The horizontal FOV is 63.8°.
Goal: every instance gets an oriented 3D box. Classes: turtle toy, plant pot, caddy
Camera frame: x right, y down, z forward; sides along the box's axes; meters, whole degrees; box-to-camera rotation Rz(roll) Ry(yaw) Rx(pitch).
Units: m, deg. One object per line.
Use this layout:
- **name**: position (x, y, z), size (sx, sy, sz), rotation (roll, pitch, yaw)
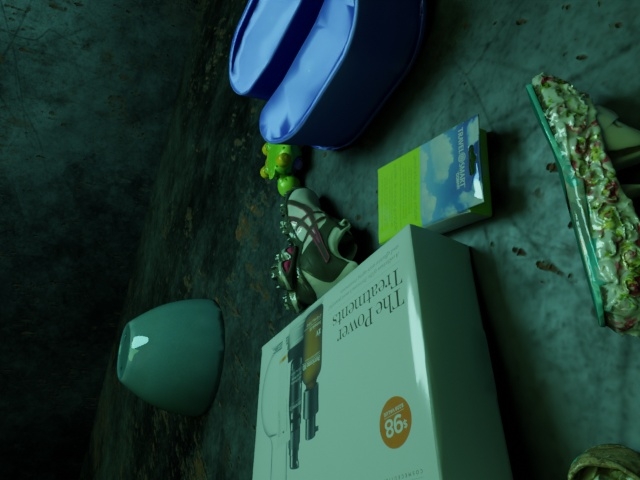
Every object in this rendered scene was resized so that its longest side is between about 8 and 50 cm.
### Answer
- **turtle toy**: position (-0.068, -0.146, 0.985), size (0.095, 0.066, 0.130), rotation (-21, 62, 56)
- **plant pot**: position (-0.379, 0.276, 1.252), size (0.290, 0.195, 0.290), rotation (-30, 55, 54)
- **caddy**: position (0.011, -0.295, 0.795), size (0.241, 0.179, 0.341), rotation (58, 134, 19)

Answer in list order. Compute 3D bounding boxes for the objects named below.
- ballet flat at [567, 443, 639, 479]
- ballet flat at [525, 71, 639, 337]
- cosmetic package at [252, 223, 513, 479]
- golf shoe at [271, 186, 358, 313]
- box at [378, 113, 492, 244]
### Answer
- **ballet flat**: position (0.234, 0.220, 0.320), size (0.073, 0.067, 0.206), rotation (-67, 31, 19)
- **ballet flat**: position (0.236, -0.042, 0.419), size (0.077, 0.091, 0.241), rotation (-17, 66, 24)
- **cosmetic package**: position (0.037, 0.199, 0.612), size (0.377, 0.097, 0.284), rotation (-46, 36, 44)
- **golf shoe**: position (0.000, 0.000, 0.802), size (0.120, 0.105, 0.273), rotation (-16, 36, 11)
- **box**: position (0.137, -0.063, 0.618), size (0.178, 0.042, 0.109), rotation (-24, 60, 55)
